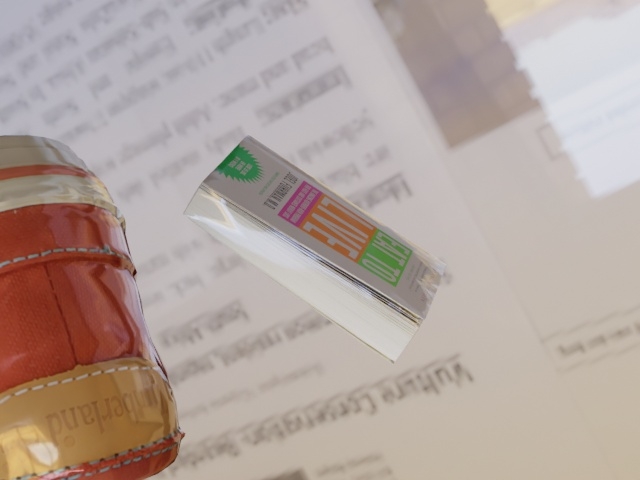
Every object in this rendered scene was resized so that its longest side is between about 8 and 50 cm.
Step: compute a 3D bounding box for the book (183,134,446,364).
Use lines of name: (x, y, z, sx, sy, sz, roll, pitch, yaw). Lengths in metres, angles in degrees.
book: (0.000, 0.000, 0.853, 0.035, 0.144, 0.096, -57, 180, 26)

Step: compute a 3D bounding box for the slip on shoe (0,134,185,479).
slip on shoe: (-0.132, 0.102, 0.461, 0.123, 0.101, 0.331, -13, 154, -38)
